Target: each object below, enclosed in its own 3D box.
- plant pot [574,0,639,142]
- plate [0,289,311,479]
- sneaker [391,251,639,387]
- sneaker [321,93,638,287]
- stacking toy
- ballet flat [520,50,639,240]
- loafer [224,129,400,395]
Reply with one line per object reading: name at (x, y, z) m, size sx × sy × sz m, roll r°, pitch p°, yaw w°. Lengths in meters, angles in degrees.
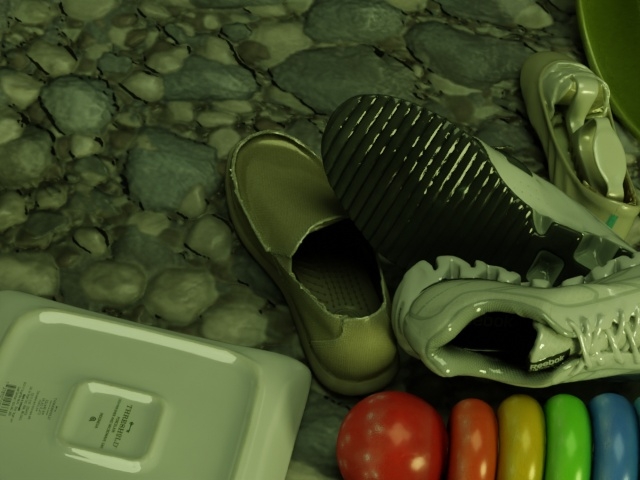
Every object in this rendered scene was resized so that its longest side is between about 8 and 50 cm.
plant pot at (0.487, -0.260, 1.609) m, size 0.353 × 0.366 × 0.366 m, roll -7°, pitch 53°, yaw -31°
plate at (-0.159, 0.149, 1.298) m, size 0.278 × 0.045 × 0.277 m, roll 13°, pitch 43°, yaw 1°
sneaker at (0.204, 0.071, 1.331) m, size 0.292 × 0.110 × 0.118 m, roll -3°, pitch 12°, yaw -2°
sneaker at (0.139, -0.014, 1.440) m, size 0.330 × 0.122 × 0.146 m, roll 34°, pitch 12°, yaw -10°
stacking toy at (0.177, 0.171, 1.334) m, size 0.330 × 0.141 × 0.141 m, roll 5°, pitch 51°, yaw 1°
ballet flat at (0.240, -0.101, 1.576) m, size 0.086 × 0.086 × 0.248 m, roll -1°, pitch 52°, yaw -12°
loafer at (0.000, 0.000, 1.441) m, size 0.102 × 0.092 × 0.268 m, roll -16°, pitch 57°, yaw -22°
